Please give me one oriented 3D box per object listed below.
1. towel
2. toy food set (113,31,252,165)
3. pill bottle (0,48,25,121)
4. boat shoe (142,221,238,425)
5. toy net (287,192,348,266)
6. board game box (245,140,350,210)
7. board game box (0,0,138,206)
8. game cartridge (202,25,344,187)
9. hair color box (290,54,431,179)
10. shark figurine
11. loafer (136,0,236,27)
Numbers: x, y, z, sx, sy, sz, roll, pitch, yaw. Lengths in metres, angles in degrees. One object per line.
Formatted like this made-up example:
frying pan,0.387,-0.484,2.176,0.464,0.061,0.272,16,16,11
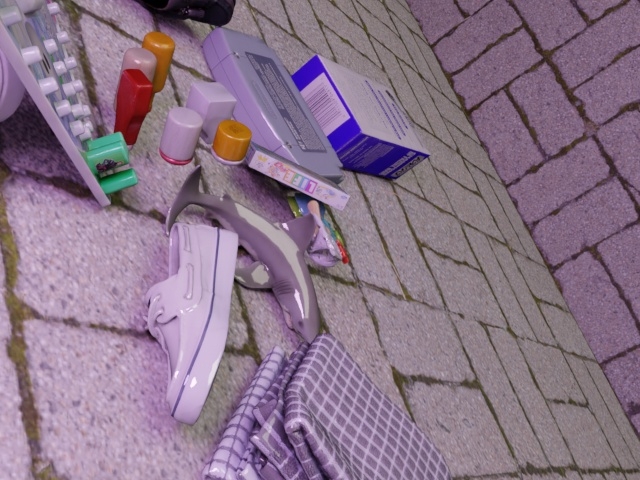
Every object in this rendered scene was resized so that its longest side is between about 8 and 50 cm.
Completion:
towel,0.032,0.253,0.836,0.284,0.121,0.235,52,24,-9
toy food set,-0.180,-0.143,0.916,0.111,0.105,0.232,-14,51,-41
pill bottle,-0.349,-0.138,0.626,0.119,0.119,0.208,57,24,2
boat shoe,-0.141,0.076,0.799,0.084,0.095,0.258,16,33,-13
toy net,0.000,0.000,1.123,0.122,0.045,0.232,63,5,-16
board game box,-0.038,-0.097,1.155,0.154,0.026,0.103,25,9,-16
board game box,-0.289,-0.284,0.749,0.390,0.050,0.390,85,-16,-65
game cartridge,-0.080,-0.219,1.308,0.198,0.062,0.297,-13,70,-60
hair color box,0.079,-0.237,1.558,0.338,0.110,0.185,2,56,-59
shark figurine,-0.071,-0.013,0.996,0.278,0.116,0.166,47,24,-24
loafer,-0.255,-0.380,1.152,0.302,0.109,0.095,20,60,-43
